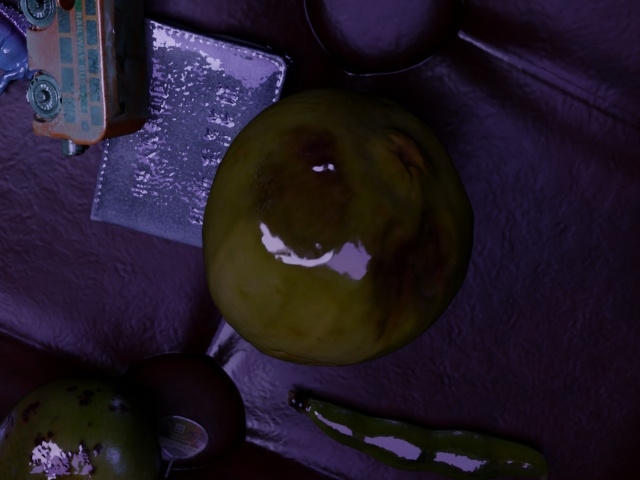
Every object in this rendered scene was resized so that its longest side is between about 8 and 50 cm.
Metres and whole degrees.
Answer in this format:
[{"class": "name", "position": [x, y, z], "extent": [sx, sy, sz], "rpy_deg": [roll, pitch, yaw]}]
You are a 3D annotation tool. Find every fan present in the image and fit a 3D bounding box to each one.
[{"class": "fan", "position": [-0.166, 0.227, 1.004], "extent": [0.080, 0.003, 0.060], "rpy_deg": [-39, 102, 15]}]

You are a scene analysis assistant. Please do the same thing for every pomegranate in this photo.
[{"class": "pomegranate", "position": [-0.256, 0.249, 0.913], "extent": [0.179, 0.210, 0.179], "rpy_deg": [1, 135, 1]}]

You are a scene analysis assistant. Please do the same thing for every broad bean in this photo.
[{"class": "broad bean", "position": [0.103, 0.222, 0.967], "extent": [0.297, 0.043, 0.060], "rpy_deg": [13, 100, 0]}]

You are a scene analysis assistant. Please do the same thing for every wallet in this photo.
[{"class": "wallet", "position": [-0.130, -0.100, 0.869], "extent": [0.167, 0.036, 0.222], "rpy_deg": [16, 110, -2]}]

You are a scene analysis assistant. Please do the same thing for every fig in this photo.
[{"class": "fig", "position": [0.000, 0.000, 0.806], "extent": [0.239, 0.239, 0.271], "rpy_deg": [42, 130, -11]}]

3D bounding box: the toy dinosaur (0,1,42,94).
[{"class": "toy dinosaur", "position": [-0.300, -0.181, 0.847], "extent": [0.080, 0.045, 0.197], "rpy_deg": [-40, 110, 2]}]

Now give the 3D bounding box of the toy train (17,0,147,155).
[{"class": "toy train", "position": [-0.211, -0.170, 0.804], "extent": [0.099, 0.072, 0.188], "rpy_deg": [5, 105, 20]}]
